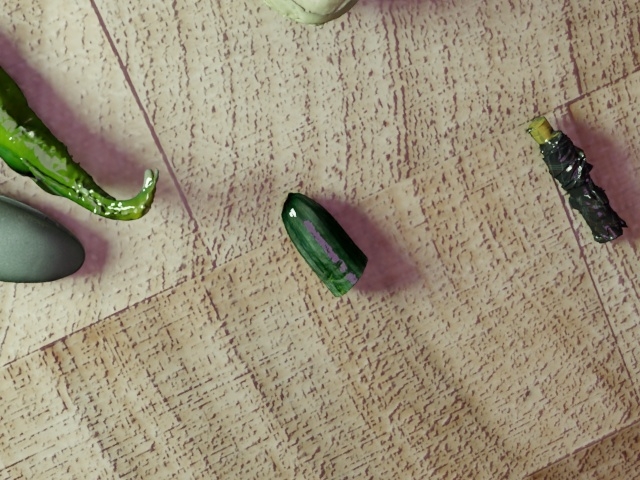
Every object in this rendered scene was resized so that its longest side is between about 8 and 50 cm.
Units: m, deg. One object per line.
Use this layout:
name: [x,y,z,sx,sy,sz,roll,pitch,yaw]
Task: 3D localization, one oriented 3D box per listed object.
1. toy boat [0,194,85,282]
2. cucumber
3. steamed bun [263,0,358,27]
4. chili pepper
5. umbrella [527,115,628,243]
toy boat: [-0.329,-0.015,1.117,0.260,0.085,0.078,16,98,-24]
cucumber: [0.000,0.000,1.192,0.048,0.048,0.105,-40,105,-2]
steamed bun: [-0.017,-0.253,1.119,0.130,0.091,0.112,40,89,-16]
chili pepper: [-0.291,-0.134,1.096,0.359,0.076,0.085,39,96,-9]
umbrella: [0.247,-0.058,1.234,0.040,0.037,0.144,-34,108,11]
